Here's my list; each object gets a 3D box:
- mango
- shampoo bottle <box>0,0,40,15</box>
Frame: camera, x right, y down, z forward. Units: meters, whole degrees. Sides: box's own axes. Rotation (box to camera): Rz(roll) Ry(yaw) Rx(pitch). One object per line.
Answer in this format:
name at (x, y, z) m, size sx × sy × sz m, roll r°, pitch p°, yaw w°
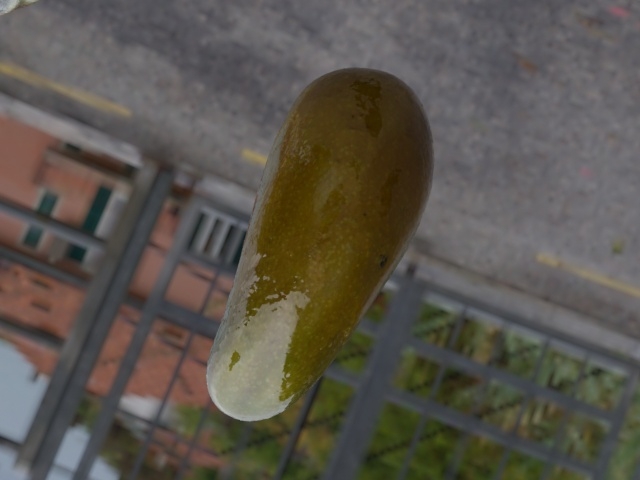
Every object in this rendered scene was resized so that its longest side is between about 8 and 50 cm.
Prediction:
mango at (0.000, 0.000, 0.996) m, size 0.099 × 0.227 × 0.136 m, roll 26°, pitch 159°, yaw -3°
shampoo bottle at (-0.221, -0.170, 0.873) m, size 0.350 × 0.084 × 0.125 m, roll 8°, pitch 138°, yaw 57°
